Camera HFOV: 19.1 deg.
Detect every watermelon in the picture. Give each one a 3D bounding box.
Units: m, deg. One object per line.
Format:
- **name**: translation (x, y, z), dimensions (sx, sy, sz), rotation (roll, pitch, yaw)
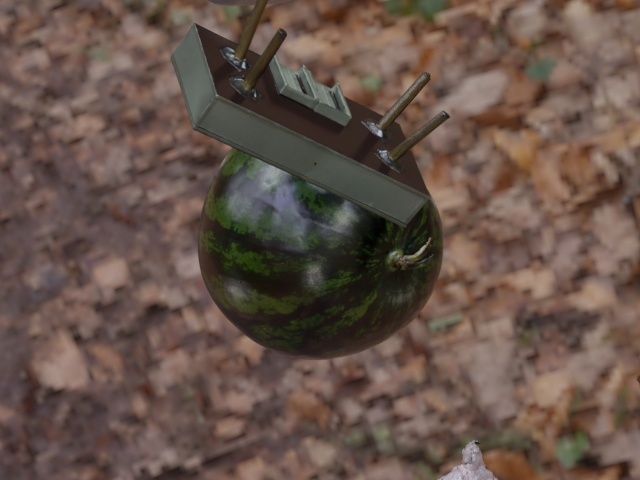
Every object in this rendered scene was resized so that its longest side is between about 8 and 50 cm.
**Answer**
- **watermelon**: translation (-0.004, -0.001, 2.018), dimensions (0.269, 0.269, 0.269), rotation (-14, 30, 8)

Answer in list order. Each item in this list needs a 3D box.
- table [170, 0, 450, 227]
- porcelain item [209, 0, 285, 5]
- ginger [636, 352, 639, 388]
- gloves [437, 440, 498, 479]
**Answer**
- **table**: translation (0.002, -0.127, 1.708), dimensions (0.111, 0.240, 0.121), rotation (-52, 34, 24)
- **porcelain item**: translation (-0.078, -0.386, 2.152), dimensions (0.178, 0.243, 0.405), rotation (-29, 7, -13)
- **ginger**: translation (0.409, 0.032, 1.806), dimensions (0.176, 0.254, 0.418), rotation (17, 75, 4)
- **gloves**: translation (0.109, 0.251, 1.660), dimensions (0.144, 0.110, 0.094), rotation (-31, -13, 15)
